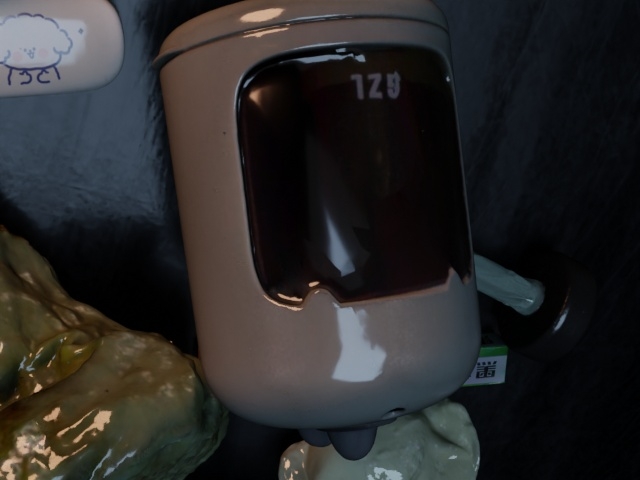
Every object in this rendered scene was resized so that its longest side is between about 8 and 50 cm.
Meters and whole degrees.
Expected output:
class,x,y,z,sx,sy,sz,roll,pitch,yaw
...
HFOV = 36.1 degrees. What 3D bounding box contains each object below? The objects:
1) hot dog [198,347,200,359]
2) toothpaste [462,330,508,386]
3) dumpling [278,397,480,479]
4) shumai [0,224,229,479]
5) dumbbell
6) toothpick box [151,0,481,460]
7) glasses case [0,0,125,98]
class,x,y,z,sx,sy,sz,roll,pitch,yaw
hot dog,-0.072,0.114,0.869,0.058,0.035,0.083,-31,114,3
toothpaste,0.084,0.114,0.908,0.178,0.037,0.043,-2,109,-13
dumpling,0.058,0.217,0.885,0.169,0.134,0.100,-4,144,-27
shumai,-0.251,0.120,0.772,0.309,0.304,0.263,-29,79,-13
dumbbell,0.139,0.028,0.855,0.191,0.100,0.100,25,102,-20
toothpick box,0.000,0.000,0.712,0.229,0.229,0.316,-7,89,-12
glasses case,-0.244,-0.143,0.723,0.197,0.049,0.076,-5,111,-12
